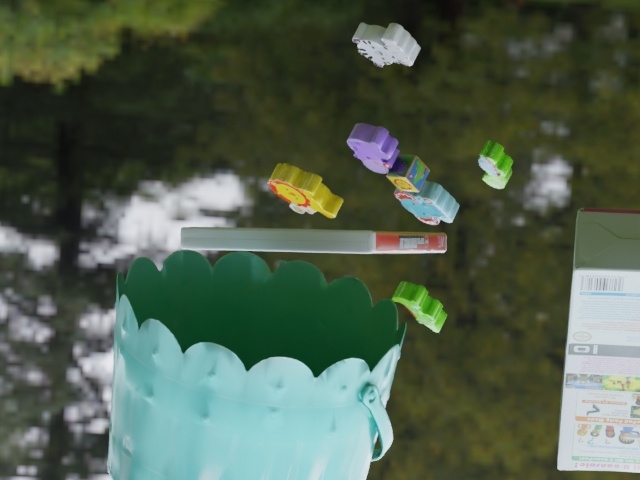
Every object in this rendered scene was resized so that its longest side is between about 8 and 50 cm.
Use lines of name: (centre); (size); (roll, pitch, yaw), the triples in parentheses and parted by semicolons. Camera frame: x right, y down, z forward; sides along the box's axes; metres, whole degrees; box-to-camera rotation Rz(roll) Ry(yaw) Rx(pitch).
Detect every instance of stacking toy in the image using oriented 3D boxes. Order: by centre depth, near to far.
stacking toy: (0.066, -0.052, 1.461); (0.052, 0.167, 0.221); (6, 150, 46)

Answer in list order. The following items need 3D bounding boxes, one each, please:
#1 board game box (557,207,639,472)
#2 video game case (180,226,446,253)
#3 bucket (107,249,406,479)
board game box: (0.361, 0.111, 1.805); (0.224, 0.303, 0.097); (3, -138, 6)
video game case: (0.000, 0.000, 1.857); (0.204, 0.025, 0.285); (1, 180, 19)
bucket: (-0.064, 0.137, 1.608); (0.281, 0.183, 0.281); (9, -162, -3)
